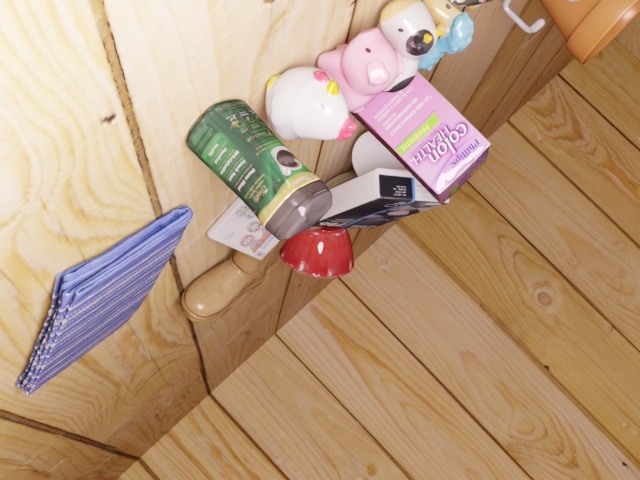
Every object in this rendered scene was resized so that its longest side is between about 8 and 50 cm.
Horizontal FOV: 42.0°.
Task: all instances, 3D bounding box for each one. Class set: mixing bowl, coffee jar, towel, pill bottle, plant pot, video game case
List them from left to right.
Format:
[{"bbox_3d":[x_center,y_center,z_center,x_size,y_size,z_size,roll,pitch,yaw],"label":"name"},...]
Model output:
[{"bbox_3d":[-0.324,0.088,1.235,0.243,0.040,0.336,-39,172,-43],"label":"towel"},{"bbox_3d":[-0.072,-0.085,1.028,0.079,0.184,0.096,-49,170,29],"label":"coffee jar"},{"bbox_3d":[-0.100,-0.043,1.456,0.157,0.019,0.143,-46,142,13],"label":"video game case"},{"bbox_3d":[0.000,0.000,1.954,0.181,0.181,0.098,-32,140,-55],"label":"mixing bowl"},{"bbox_3d":[0.181,-0.202,1.779,0.153,0.153,0.264,-50,170,35],"label":"pill bottle"},{"bbox_3d":[0.636,-0.580,1.917,0.291,0.203,0.291,-43,171,-9],"label":"plant pot"}]

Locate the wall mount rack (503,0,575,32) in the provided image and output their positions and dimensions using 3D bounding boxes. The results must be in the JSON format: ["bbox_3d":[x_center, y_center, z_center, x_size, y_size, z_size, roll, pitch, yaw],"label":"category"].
[{"bbox_3d":[0.512,-0.569,1.633,0.350,0.130,0.304,-39,170,-38],"label":"wall mount rack"}]

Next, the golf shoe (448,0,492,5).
[{"bbox_3d":[0.241,-0.381,1.202,0.120,0.105,0.273,-26,-172,-2],"label":"golf shoe"}]

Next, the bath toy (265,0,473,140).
[{"bbox_3d":[0.073,-0.239,1.158,0.348,0.129,0.151,-38,146,-37],"label":"bath toy"}]

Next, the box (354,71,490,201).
[{"bbox_3d":[0.160,-0.193,1.418,0.117,0.243,0.213,-45,172,5],"label":"box"}]

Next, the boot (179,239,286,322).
[{"bbox_3d":[-0.142,0.016,1.581,0.236,0.089,0.269,-39,168,-46],"label":"boot"}]

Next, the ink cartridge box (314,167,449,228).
[{"bbox_3d":[0.090,-0.073,1.663,0.165,0.065,0.332,1,171,-29],"label":"ink cartridge box"}]

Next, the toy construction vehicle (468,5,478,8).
[{"bbox_3d":[0.287,-0.451,1.467,0.098,0.035,0.086,-48,171,24],"label":"toy construction vehicle"}]

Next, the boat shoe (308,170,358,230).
[{"bbox_3d":[0.088,-0.092,1.922,0.341,0.110,0.122,-27,159,-35],"label":"boat shoe"}]
